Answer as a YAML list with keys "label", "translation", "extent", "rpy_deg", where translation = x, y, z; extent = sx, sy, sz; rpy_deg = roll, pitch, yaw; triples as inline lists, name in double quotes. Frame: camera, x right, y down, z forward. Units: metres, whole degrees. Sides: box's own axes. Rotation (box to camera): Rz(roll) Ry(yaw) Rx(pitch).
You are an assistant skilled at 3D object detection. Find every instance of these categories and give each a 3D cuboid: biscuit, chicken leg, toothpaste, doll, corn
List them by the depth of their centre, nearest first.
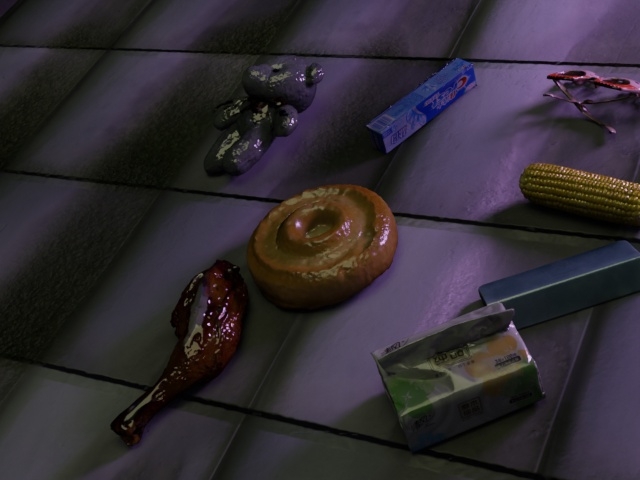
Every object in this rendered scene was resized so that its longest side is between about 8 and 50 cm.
- label: "chicken leg"
  translation: [-0.234, 0.188, 1.859]
  extent: [0.158, 0.096, 0.407]
  rpy_deg: [3, 48, 31]
- label: "corn"
  translation: [0.474, -0.083, 1.866]
  extent: [0.248, 0.081, 0.081]
  rpy_deg: [17, 54, 35]
- label: "biscuit"
  translation: [0.000, 0.000, 1.961]
  extent: [0.296, 0.102, 0.296]
  rpy_deg: [-13, 41, 12]
- label: "toothpaste"
  translation: [0.217, -0.287, 2.203]
  extent: [0.272, 0.066, 0.053]
  rpy_deg: [-38, 43, -19]
- label: "doll"
  translation: [-0.137, -0.290, 2.282]
  extent: [0.340, 0.158, 0.245]
  rpy_deg: [-45, 34, -22]

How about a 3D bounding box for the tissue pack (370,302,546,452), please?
- label: "tissue pack"
  translation: [0.209, 0.195, 1.625]
  extent: [0.229, 0.145, 0.159]
  rpy_deg: [-22, 42, -1]

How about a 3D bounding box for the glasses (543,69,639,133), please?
- label: "glasses"
  translation: [0.564, -0.285, 2.068]
  extent: [0.162, 0.095, 0.255]
  rpy_deg: [-17, 30, -40]

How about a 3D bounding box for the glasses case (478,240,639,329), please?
- label: "glasses case"
  translation: [0.403, 0.069, 1.751]
  extent: [0.266, 0.056, 0.105]
  rpy_deg: [-18, 42, 3]
